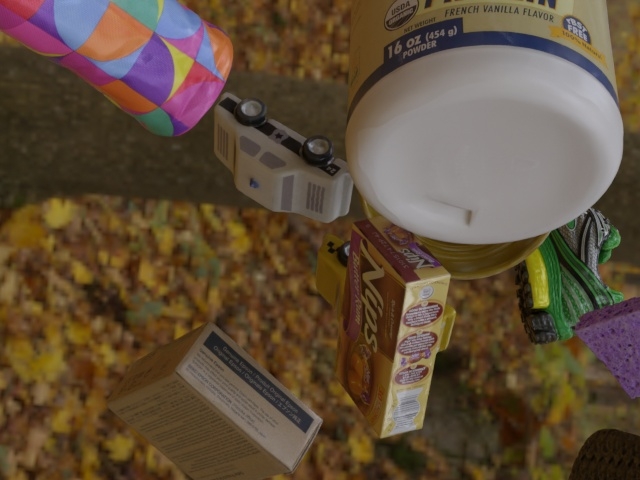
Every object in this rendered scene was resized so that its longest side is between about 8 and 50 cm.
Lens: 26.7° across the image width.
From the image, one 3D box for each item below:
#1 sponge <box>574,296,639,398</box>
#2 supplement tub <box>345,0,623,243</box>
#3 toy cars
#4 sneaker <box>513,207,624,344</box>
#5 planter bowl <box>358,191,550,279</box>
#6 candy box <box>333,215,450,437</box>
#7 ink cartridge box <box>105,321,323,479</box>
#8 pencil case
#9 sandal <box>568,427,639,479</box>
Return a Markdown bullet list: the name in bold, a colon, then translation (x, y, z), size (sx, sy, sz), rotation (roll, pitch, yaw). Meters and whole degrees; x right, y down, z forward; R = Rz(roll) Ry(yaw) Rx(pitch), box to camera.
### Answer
- **sponge**: translation (0.392, 0.100, 1.449), size (0.117, 0.210, 0.031), rotation (49, 41, -21)
- **supplement tub**: translation (0.139, -0.180, 1.187), size (0.228, 0.228, 0.316), rotation (86, 5, -53)
- **toy cars**: translation (0.000, 0.000, 1.555), size (0.087, 0.176, 0.393), rotation (-47, 109, -32)
- **sneaker**: translation (0.330, -0.023, 1.872), size (0.134, 0.146, 0.343), rotation (82, 0, -68)
- **planter bowl**: translation (0.148, -0.070, 1.435), size (0.090, 0.217, 0.217), rotation (-53, 148, -84)
- **candy box**: translation (0.066, 0.083, 1.295), size (0.109, 0.053, 0.186), rotation (-128, -145, -47)
- **ink cartridge box**: translation (-0.137, 0.215, 1.691), size (0.235, 0.193, 0.088), rotation (-28, -156, 55)
- **pencil case**: translation (-0.167, -0.163, 0.926), size (0.236, 0.104, 0.104), rotation (35, 53, -41)
- **sandal**: translation (0.385, 0.282, 1.361), size (0.446, 0.107, 0.167), rotation (-158, -90, -78)
